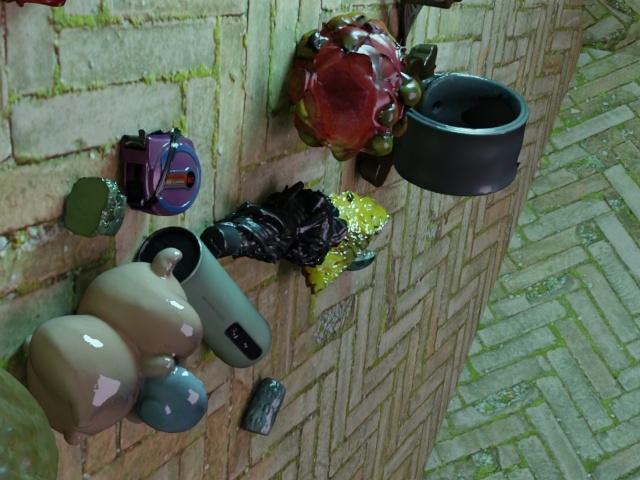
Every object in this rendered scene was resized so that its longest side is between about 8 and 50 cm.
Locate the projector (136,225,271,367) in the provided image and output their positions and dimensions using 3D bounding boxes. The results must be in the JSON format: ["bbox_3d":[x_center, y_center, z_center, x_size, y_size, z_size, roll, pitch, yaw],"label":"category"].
[{"bbox_3d":[-0.177,0.099,1.441,0.108,0.108,0.337,-66,155,-20],"label":"projector"}]

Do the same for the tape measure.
[{"bbox_3d":[-0.223,-0.097,1.263,0.118,0.074,0.125,-8,106,-59],"label":"tape measure"}]

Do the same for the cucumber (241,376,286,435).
[{"bbox_3d":[-0.112,0.328,1.784,0.112,0.064,0.064,-69,156,-19],"label":"cucumber"}]

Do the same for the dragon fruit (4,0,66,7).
[{"bbox_3d":[-0.251,-0.320,0.959,0.274,0.161,0.126,-63,151,-29],"label":"dragon fruit"}]

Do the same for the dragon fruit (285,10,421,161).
[{"bbox_3d":[0.058,-0.282,1.572,0.243,0.227,0.308,147,-40,-72],"label":"dragon fruit"}]

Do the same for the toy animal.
[{"bbox_3d":[-0.273,0.148,1.180,0.221,0.230,0.210,-1,143,-26],"label":"toy animal"}]

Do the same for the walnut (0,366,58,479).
[{"bbox_3d":[-0.387,0.244,0.870,0.252,0.277,0.313,-33,143,1],"label":"walnut"}]

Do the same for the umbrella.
[{"bbox_3d":[-0.076,-0.033,1.565,0.336,0.128,0.155,8,75,-55],"label":"umbrella"}]

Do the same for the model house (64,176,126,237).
[{"bbox_3d":[-0.281,-0.042,1.174,0.083,0.066,0.079,9,98,-67],"label":"model house"}]

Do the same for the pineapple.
[{"bbox_3d":[0.004,-0.004,1.815,0.250,0.140,0.164,-46,-172,-22],"label":"pineapple"}]

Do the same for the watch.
[{"bbox_3d":[0.282,-0.253,1.936,0.335,0.326,0.314,-48,152,-49],"label":"watch"}]

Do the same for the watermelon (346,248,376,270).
[{"bbox_3d":[0.081,0.038,2.064,0.085,0.085,0.061,10,65,-66],"label":"watermelon"}]

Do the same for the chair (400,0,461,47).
[{"bbox_3d":[0.234,-0.537,1.873,0.176,0.183,0.326,-65,153,-20],"label":"chair"}]
